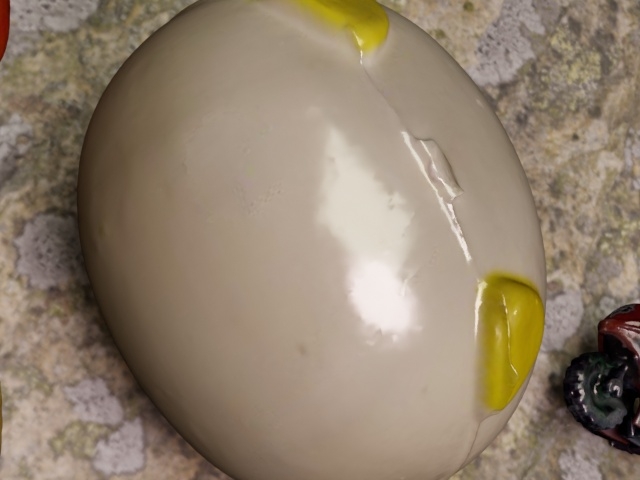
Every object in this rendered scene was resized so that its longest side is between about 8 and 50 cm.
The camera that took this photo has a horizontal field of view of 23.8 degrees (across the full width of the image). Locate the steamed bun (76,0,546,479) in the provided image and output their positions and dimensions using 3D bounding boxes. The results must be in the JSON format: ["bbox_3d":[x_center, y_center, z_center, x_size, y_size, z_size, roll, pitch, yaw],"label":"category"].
[{"bbox_3d":[-0.005,0.003,1.069,0.334,0.334,0.374,-29,89,-30],"label":"steamed bun"}]

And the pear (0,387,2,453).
[{"bbox_3d":[-0.351,0.103,0.874,0.348,0.348,0.348,8,72,-24],"label":"pear"}]

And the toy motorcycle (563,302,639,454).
[{"bbox_3d":[0.294,0.135,1.315,0.213,0.082,0.122,31,69,-28],"label":"toy motorcycle"}]

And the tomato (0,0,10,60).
[{"bbox_3d":[-0.330,-0.200,1.058,0.259,0.180,0.260,9,70,-26],"label":"tomato"}]
